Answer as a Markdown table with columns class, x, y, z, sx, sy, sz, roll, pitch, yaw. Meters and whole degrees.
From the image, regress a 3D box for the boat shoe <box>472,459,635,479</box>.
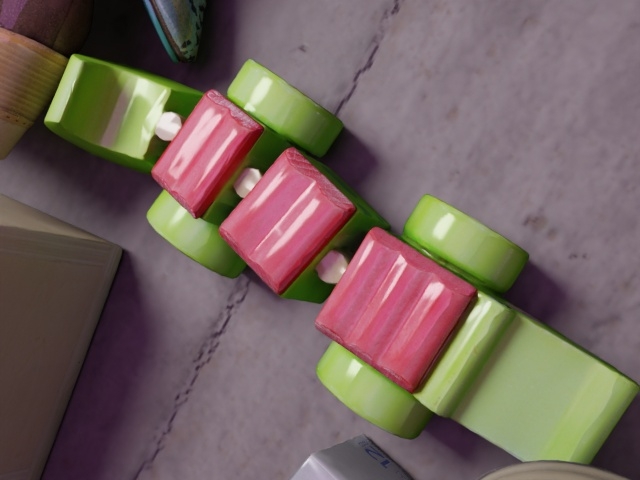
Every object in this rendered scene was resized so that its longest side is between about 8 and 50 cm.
| class | x | y | z | sx | sy | sz | roll | pitch | yaw |
| --- | --- | --- | --- | --- | --- | --- | --- | --- | --- |
| boat shoe | 0.181 | 0.177 | 0.223 | 0.356 | 0.130 | 0.132 | 17 | 90 | 21 |

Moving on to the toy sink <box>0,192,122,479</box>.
| class | x | y | z | sx | sy | sz | roll | pitch | yaw |
| --- | --- | --- | --- | --- | --- | --- | --- | --- | --- |
| toy sink | -0.252 | 0.079 | 0.505 | 0.153 | 0.131 | 0.234 | 22 | 92 | 21 |

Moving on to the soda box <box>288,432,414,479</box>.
| class | x | y | z | sx | sy | sz | roll | pitch | yaw |
| --- | --- | --- | --- | --- | --- | --- | --- | --- | --- |
| soda box | 0.083 | 0.224 | 0.390 | 0.286 | 0.091 | 0.098 | 41 | 98 | 19 |

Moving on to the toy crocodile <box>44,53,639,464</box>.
| class | x | y | z | sx | sy | sz | roll | pitch | yaw |
| --- | --- | --- | --- | --- | --- | --- | --- | --- | --- |
| toy crocodile | 0.000 | 0.000 | 0.437 | 0.341 | 0.105 | 0.115 | 38 | 98 | 19 |

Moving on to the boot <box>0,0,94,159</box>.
| class | x | y | z | sx | sy | sz | roll | pitch | yaw |
| --- | --- | --- | --- | --- | --- | --- | --- | --- | --- |
| boot | -0.214 | -0.177 | 0.526 | 0.248 | 0.090 | 0.206 | 29 | 95 | 37 |

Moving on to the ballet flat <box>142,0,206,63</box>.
| class | x | y | z | sx | sy | sz | roll | pitch | yaw |
| --- | --- | --- | --- | --- | --- | --- | --- | --- | --- |
| ballet flat | -0.105 | -0.199 | 0.521 | 0.070 | 0.070 | 0.188 | -32 | 78 | 14 |
